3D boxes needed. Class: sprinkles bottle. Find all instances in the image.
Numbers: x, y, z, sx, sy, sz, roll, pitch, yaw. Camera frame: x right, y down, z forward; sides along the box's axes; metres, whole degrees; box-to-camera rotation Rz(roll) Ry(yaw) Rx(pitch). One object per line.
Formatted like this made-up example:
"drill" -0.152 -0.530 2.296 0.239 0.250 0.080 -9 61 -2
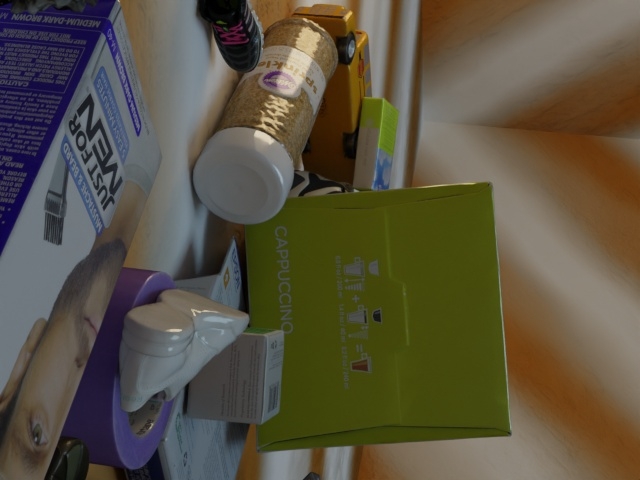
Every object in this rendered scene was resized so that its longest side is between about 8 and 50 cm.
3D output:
"sprinkles bottle" -0.067 -0.171 1.474 0.355 0.121 0.121 -72 164 -50

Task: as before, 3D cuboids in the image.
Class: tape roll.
"tape roll" -0.198 0.118 1.040 0.189 0.080 0.188 7 90 -79

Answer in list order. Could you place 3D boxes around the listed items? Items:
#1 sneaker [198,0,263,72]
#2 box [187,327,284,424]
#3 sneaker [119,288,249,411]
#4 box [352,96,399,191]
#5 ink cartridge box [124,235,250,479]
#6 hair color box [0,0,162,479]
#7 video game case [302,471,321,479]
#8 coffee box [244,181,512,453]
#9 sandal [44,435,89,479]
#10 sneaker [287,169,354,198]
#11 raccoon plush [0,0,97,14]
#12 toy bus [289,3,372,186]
"sneaker" -0.113 -0.272 1.328 0.074 0.063 0.170 -72 159 -50
"box" -0.094 0.149 1.233 0.101 0.087 0.101 8 85 -81
"sneaker" -0.133 0.102 1.001 0.212 0.080 0.094 -12 119 -72
"box" 0.095 -0.148 1.876 0.109 0.042 0.178 15 82 -72
"ink cartridge box" -0.156 0.217 1.364 0.330 0.072 0.324 -77 168 -47
"hair color box" -0.220 0.002 0.782 0.185 0.110 0.338 84 18 -54
"video game case" -0.036 0.518 1.680 0.196 0.026 0.274 -48 -148 16
"coffee box" 0.074 0.111 1.564 0.334 0.338 0.337 73 14 -85
"sandal" -0.253 0.243 0.835 0.219 0.060 0.090 -64 167 -6
"sneaker" 0.000 0.000 1.843 0.094 0.153 0.234 63 35 -69
"raccoon plush" -0.215 -0.340 0.624 0.299 0.216 0.446 52 14 -56
"toy bus" 0.025 -0.246 1.866 0.130 0.108 0.332 -57 149 -48
